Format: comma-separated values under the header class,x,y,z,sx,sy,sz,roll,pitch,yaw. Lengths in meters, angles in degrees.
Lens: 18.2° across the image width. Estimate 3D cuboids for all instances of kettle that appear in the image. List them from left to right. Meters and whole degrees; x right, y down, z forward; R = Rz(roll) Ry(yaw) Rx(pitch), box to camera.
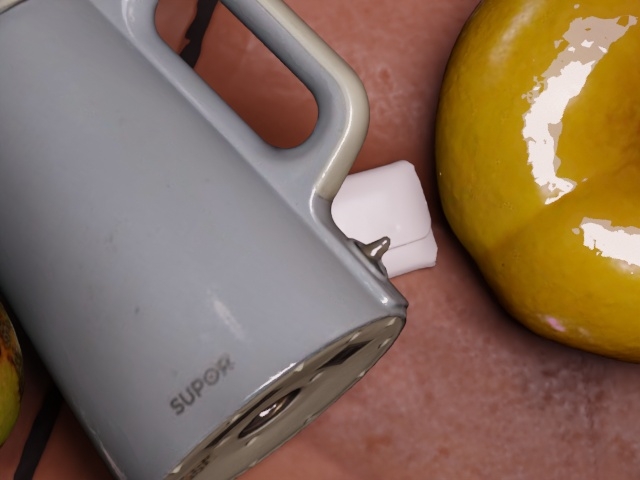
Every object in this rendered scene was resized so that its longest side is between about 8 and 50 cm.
class,x,y,z,sx,sy,sz,roll,pitch,yaw
kettle,-0.072,-0.024,0.972,0.210,0.160,0.243,-40,78,12

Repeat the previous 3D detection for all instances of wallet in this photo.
class,x,y,z,sx,sy,sz,roll,pitch,yaw
wallet,0.000,0.000,1.071,0.122,0.025,0.061,-16,88,-18

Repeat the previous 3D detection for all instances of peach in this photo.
class,x,y,z,sx,sy,sz,roll,pitch,yaw
peach,0.178,-0.052,1.066,0.251,0.153,0.251,6,69,-15

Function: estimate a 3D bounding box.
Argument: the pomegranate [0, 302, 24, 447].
class,x,y,z,sx,sy,sz,roll,pitch,yaw
pomegranate,-0.197,0.094,0.929,0.156,0.156,0.220,-37,85,-19
